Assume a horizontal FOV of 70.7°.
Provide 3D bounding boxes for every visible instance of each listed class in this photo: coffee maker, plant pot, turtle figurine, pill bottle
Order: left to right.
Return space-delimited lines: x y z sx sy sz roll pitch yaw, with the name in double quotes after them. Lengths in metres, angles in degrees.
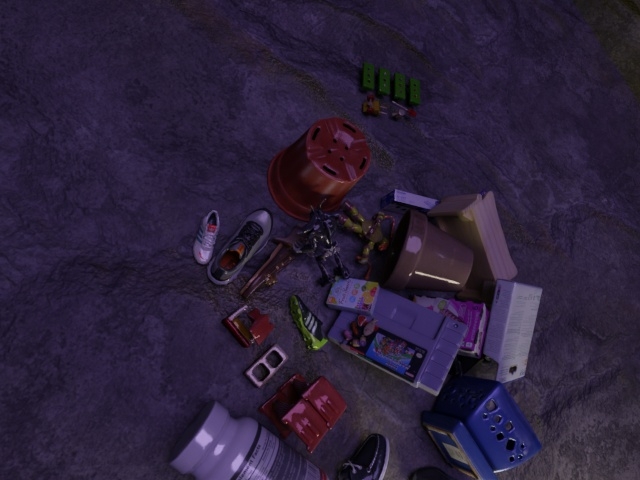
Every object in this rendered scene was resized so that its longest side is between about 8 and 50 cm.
-0.171 0.570 1.105 0.363 0.210 0.210 40 64 -7 "pill bottle"
0.004 -0.225 1.375 0.273 0.265 0.272 7 72 -21 "plant pot"
0.144 -0.024 1.471 0.217 0.087 0.269 34 61 -10 "turtle figurine"
0.341 0.055 1.410 0.229 0.263 0.263 18 68 1 "plant pot"
0.483 0.372 1.489 0.178 0.120 0.171 -26 87 -26 "coffee maker"
0.467 0.572 1.367 0.212 0.236 0.236 -31 89 -22 "plant pot"

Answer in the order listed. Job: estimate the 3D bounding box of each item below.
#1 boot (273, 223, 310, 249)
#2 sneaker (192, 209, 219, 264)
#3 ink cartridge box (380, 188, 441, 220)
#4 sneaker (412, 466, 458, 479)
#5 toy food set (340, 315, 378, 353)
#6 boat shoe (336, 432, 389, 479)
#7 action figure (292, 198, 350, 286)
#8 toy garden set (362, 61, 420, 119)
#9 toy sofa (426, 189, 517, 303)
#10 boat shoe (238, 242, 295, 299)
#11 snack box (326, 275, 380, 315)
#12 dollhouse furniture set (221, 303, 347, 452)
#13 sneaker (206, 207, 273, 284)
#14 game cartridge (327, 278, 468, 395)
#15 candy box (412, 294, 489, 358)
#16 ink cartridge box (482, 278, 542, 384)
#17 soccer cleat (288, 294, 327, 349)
-0.081 -0.014 1.408 0.118 0.042 0.087 24 62 -18 "boot"
-0.322 -0.014 1.282 0.057 0.075 0.161 16 69 -18 "sneaker"
0.324 -0.122 1.574 0.207 0.097 0.046 11 72 -20 "ink cartridge box"
0.400 0.756 1.353 0.267 0.106 0.101 24 69 -14 "sneaker"
0.108 0.266 1.316 0.078 0.019 0.122 21 61 23 "toy food set"
0.091 0.668 1.242 0.091 0.114 0.302 37 64 -16 "boat shoe"
0.000 0.000 1.347 0.164 0.141 0.275 -30 120 -28 "action figure"
0.259 -0.539 1.697 0.244 0.049 0.203 10 70 -21 "toy garden set"
0.518 0.018 1.529 0.177 0.150 0.362 -35 109 -31 "toy sofa"
-0.152 0.098 1.324 0.073 0.073 0.207 42 64 -5 "boat shoe"
0.100 0.169 1.381 0.141 0.037 0.100 8 57 23 "snack box"
-0.129 0.350 1.190 0.152 0.201 0.374 -41 94 -27 "dollhouse furniture set"
-0.218 0.011 1.303 0.100 0.108 0.271 37 63 -7 "sneaker"
0.223 0.277 1.336 0.355 0.068 0.230 23 58 23 "game cartridge"
0.393 0.266 1.420 0.071 0.233 0.159 45 57 -43 "candy box"
0.636 0.300 1.503 0.324 0.071 0.330 13 90 -50 "ink cartridge box"
-0.037 0.239 1.346 0.072 0.060 0.178 -24 92 -36 "soccer cleat"
